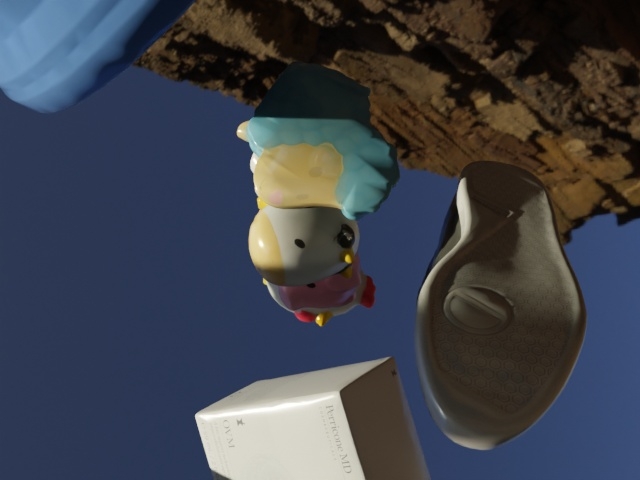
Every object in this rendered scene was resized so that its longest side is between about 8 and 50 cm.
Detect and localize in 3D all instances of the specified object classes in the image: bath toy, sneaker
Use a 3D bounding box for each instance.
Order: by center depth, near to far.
[{"bbox_3d":[0.121,0.068,0.483,0.104,0.147,0.296,13,-145,9],"label":"sneaker"},{"bbox_3d":[0.000,0.000,0.594,0.128,0.348,0.152,27,-110,10],"label":"bath toy"}]

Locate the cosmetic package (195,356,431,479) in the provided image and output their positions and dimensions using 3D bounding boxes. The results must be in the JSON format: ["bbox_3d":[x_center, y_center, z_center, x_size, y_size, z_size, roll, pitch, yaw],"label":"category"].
[{"bbox_3d":[-0.001,0.279,0.763,0.138,0.224,0.224,-14,-94,-58],"label":"cosmetic package"}]

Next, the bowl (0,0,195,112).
[{"bbox_3d":[-0.113,-0.267,0.405,0.077,0.391,0.392,33,-111,-37],"label":"bowl"}]
